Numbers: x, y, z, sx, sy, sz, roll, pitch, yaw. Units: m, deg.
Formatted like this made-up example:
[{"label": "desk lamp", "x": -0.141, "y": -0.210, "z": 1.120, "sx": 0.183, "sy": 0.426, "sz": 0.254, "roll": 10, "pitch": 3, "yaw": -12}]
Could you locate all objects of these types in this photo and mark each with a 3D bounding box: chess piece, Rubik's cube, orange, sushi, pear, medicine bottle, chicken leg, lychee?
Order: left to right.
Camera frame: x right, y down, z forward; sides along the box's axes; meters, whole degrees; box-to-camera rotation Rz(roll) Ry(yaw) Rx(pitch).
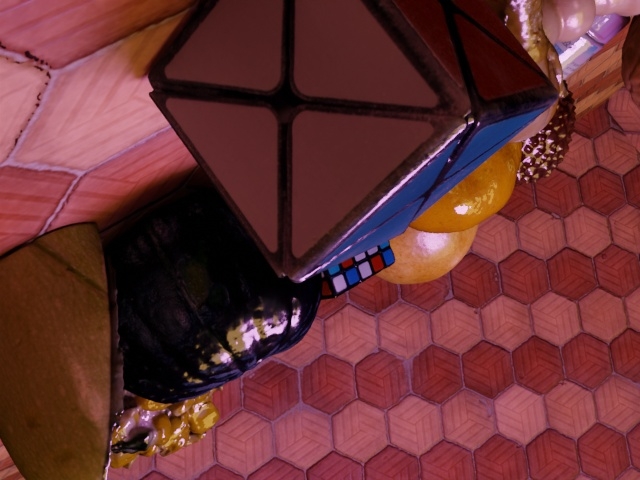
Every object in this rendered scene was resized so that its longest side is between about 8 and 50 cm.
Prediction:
[{"label": "sushi", "x": -0.365, "y": 0.292, "z": 1.520, "sx": 0.329, "sy": 0.285, "sz": 0.328, "roll": -25, "pitch": 166, "yaw": -45}, {"label": "Rubik's cube", "x": 0.000, "y": 0.000, "z": 1.517, "sx": 0.187, "sy": 0.184, "sz": 0.182, "roll": -29, "pitch": -169, "yaw": -40}, {"label": "Rubik's cube", "x": 0.036, "y": -0.144, "z": 0.790, "sx": 0.260, "sy": 0.254, "sz": 0.259, "roll": -41, "pitch": 169, "yaw": 35}, {"label": "pear", "x": 0.184, "y": -0.056, "z": 1.712, "sx": 0.314, "sy": 0.314, "sz": 0.314, "roll": -34, "pitch": 171, "yaw": -6}, {"label": "orange", "x": 0.207, "y": -0.148, "z": 1.400, "sx": 0.279, "sy": 0.279, "sz": 0.235, "roll": -34, "pitch": 136, "yaw": -11}, {"label": "chicken leg", "x": 0.265, "y": -0.280, "z": 1.109, "sx": 0.202, "sy": 0.152, "sz": 0.429, "roll": 3, "pitch": 151, "yaw": 8}, {"label": "lychee", "x": 0.394, "y": -0.232, "z": 1.639, "sx": 0.268, "sy": 0.267, "sz": 0.267, "roll": -34, "pitch": 171, "yaw": -6}, {"label": "medicine bottle", "x": 0.463, "y": -0.392, "z": 1.485, "sx": 0.168, "sy": 0.135, "sz": 0.135, "roll": -41, "pitch": 170, "yaw": 32}, {"label": "chess piece", "x": 0.396, "y": -0.388, "z": 1.270, "sx": 0.300, "sy": 0.167, "sz": 0.167, "roll": -28, "pitch": 171, "yaw": -3}]

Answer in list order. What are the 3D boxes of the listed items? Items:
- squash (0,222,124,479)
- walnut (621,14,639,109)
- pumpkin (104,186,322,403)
[{"label": "squash", "x": -0.310, "y": 0.176, "z": 1.017, "sx": 0.210, "sy": 0.308, "sz": 0.233, "roll": -27, "pitch": 168, "yaw": -44}, {"label": "walnut", "x": 0.675, "y": -0.334, "z": 1.375, "sx": 0.333, "sy": 0.332, "sz": 0.333, "roll": -34, "pitch": 171, "yaw": -6}, {"label": "pumpkin", "x": -0.173, "y": 0.083, "z": 1.193, "sx": 0.364, "sy": 0.266, "sz": 0.363, "roll": -32, "pitch": 175, "yaw": -3}]
